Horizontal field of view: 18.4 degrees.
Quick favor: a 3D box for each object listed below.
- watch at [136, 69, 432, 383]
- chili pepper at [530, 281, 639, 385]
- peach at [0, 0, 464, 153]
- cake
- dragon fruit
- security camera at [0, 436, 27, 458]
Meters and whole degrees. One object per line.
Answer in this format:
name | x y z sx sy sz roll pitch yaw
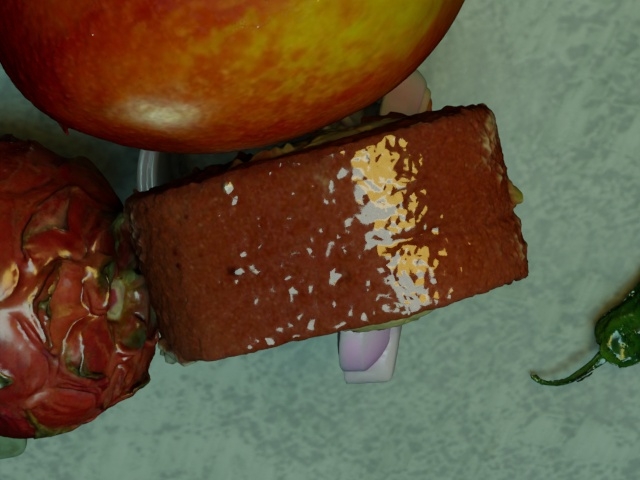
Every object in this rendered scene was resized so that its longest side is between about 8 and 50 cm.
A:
watch | -0.027 -0.038 1.553 0.217 0.211 0.248 10 115 5
chili pepper | 0.298 0.032 1.720 0.122 0.065 0.279 20 111 -13
peach | -0.069 -0.228 1.332 0.370 0.370 0.370 -6 120 -10
cake | 0.000 0.000 1.369 0.283 0.177 0.151 -11 100 17
dragon fruit | -0.236 0.034 1.487 0.252 0.241 0.241 20 114 0
security camera | -0.277 0.146 1.661 0.058 0.058 0.092 -4 132 -11
